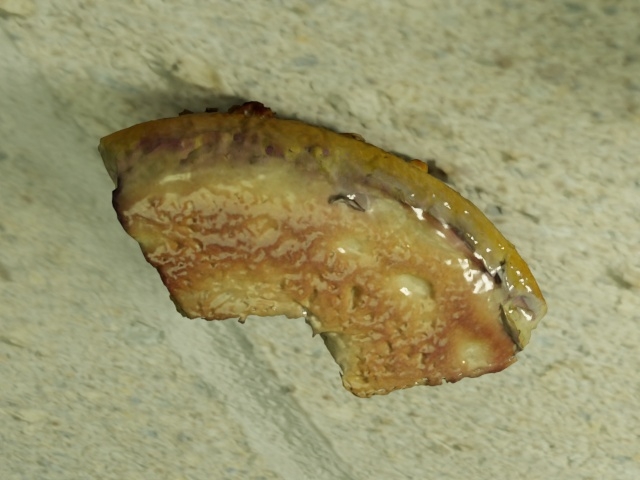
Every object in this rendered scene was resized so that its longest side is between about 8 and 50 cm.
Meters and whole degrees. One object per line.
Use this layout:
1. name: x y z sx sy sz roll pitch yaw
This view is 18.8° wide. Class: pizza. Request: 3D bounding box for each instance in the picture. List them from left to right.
1. pizza: 0.000 0.000 1.226 0.305 0.086 0.161 22 123 -9
